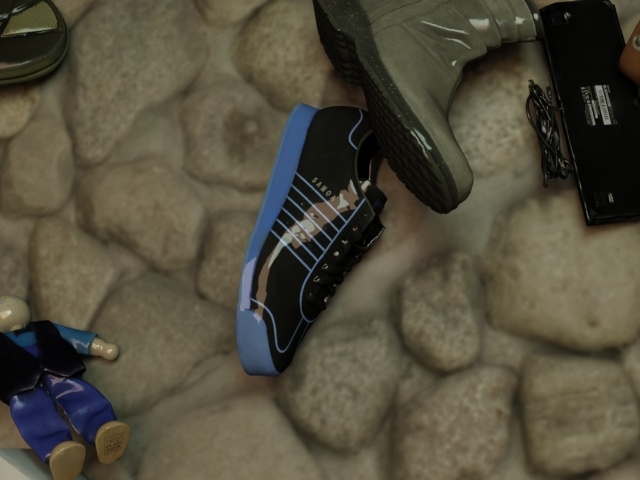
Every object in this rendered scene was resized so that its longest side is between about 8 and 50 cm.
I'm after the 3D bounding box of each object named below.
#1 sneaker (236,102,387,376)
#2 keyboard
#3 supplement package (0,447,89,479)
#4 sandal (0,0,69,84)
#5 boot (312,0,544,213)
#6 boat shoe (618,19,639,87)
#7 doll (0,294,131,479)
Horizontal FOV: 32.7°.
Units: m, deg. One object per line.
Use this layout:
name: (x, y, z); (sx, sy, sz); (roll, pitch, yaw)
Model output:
sneaker: (0.000, 0.000, 0.870); (0.090, 0.081, 0.232); (9, 78, 20)
keyboard: (0.210, -0.103, 0.887); (0.100, 0.038, 0.192); (-5, 74, -15)
supplement package: (-0.244, 0.263, 0.846); (0.105, 0.105, 0.179); (33, 86, 16)
sandal: (-0.379, -0.169, 0.984); (0.303, 0.086, 0.120); (3, 72, -4)
boot: (0.104, -0.143, 0.843); (0.161, 0.083, 0.246); (-21, 54, -6)
boat shoe: (0.323, -0.250, 0.819); (0.116, 0.123, 0.324); (28, 101, 25)
doll: (-0.221, 0.109, 0.885); (0.129, 0.046, 0.189); (-21, 46, -29)
